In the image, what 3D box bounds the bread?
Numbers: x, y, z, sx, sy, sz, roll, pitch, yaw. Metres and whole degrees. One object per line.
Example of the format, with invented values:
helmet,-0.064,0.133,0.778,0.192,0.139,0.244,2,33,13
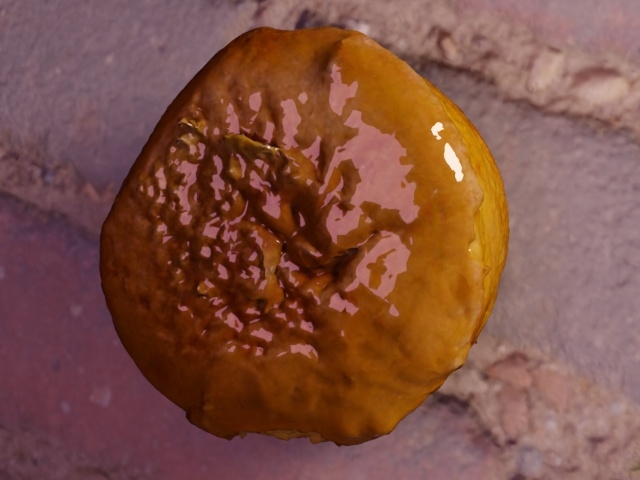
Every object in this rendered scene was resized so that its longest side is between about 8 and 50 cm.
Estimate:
bread,0.000,0.000,1.195,0.268,0.146,0.268,3,98,24
